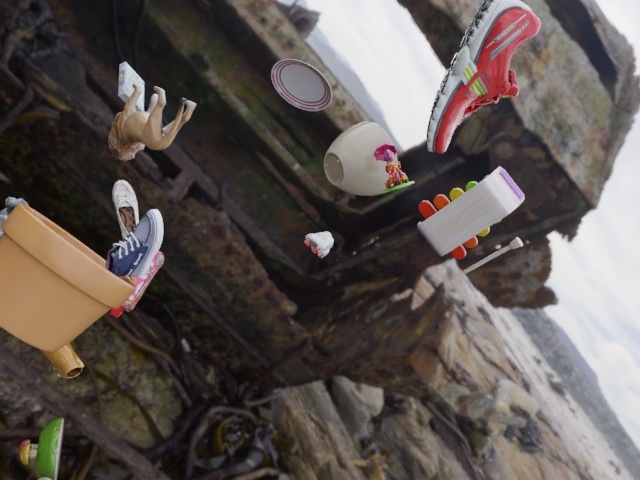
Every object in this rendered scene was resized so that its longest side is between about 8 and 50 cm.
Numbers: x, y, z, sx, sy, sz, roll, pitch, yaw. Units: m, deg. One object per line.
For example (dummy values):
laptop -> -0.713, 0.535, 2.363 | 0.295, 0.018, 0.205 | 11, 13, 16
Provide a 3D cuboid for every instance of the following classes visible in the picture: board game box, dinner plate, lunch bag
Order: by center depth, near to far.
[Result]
dinner plate -> -0.038, -0.330, 1.268 | 0.141, 0.141, 0.017 | 48, 54, -37
board game box -> -0.635, -0.511, 2.018 | 0.103, 0.026, 0.154 | 51, 23, -53
lunch bag -> -0.655, 0.147, 2.085 | 0.120, 0.258, 0.293 | 29, -19, -10

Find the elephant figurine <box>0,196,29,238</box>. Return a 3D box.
elephant figurine -> -1.023, -0.024, 1.874 | 0.239, 0.186, 0.169 | -40, 130, -48

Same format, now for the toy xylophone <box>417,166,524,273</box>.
toy xylophone -> 0.427, -0.047, 1.698 | 0.236, 0.323, 0.081 | 60, 33, -4

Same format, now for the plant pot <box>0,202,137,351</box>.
plant pot -> -0.557, 0.090, 1.229 | 0.291, 0.203, 0.291 | 35, -12, 8

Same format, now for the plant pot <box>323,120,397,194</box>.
plant pot -> 0.125, -0.289, 2.250 | 0.284, 0.191, 0.284 | 34, -47, 45

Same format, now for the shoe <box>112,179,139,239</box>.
shoe -> -0.639, -0.094, 1.994 | 0.058, 0.077, 0.219 | 11, -68, 62

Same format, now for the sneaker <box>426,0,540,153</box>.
sneaker -> 0.260, -0.249, 0.978 | 0.118, 0.279, 0.107 | 25, 36, 1

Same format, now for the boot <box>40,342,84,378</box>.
boot -> -0.747, 0.272, 1.666 | 0.211, 0.104, 0.295 | 50, -20, 15

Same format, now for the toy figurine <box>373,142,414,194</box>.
toy figurine -> 0.232, -0.247, 2.007 | 0.173, 0.130, 0.159 | -114, -175, -86

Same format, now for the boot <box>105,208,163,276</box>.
boot -> -0.402, 0.013, 1.287 | 0.086, 0.190, 0.069 | -8, 48, -41

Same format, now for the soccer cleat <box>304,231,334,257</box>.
soccer cleat -> 0.000, 0.000, 1.811 | 0.068, 0.076, 0.196 | 37, -4, 12

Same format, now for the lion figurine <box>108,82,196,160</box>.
lion figurine -> -0.544, -0.352, 1.876 | 0.142, 0.240, 0.392 | 23, -2, -37

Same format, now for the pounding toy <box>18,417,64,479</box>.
pounding toy -> -0.784, 0.612, 1.662 | 0.110, 0.183, 0.236 | 7, 48, -19
